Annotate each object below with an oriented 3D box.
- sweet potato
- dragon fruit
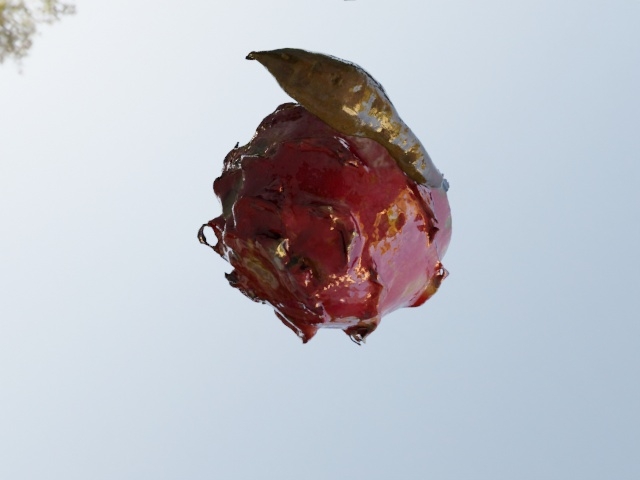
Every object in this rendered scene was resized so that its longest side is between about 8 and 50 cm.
[{"bbox_3d":[0.045,-0.143,0.831,0.075,0.269,0.075,-47,-158,25],"label":"sweet potato"},{"bbox_3d":[0.000,0.000,1.134,0.370,0.386,0.249,-12,-153,35],"label":"dragon fruit"}]
